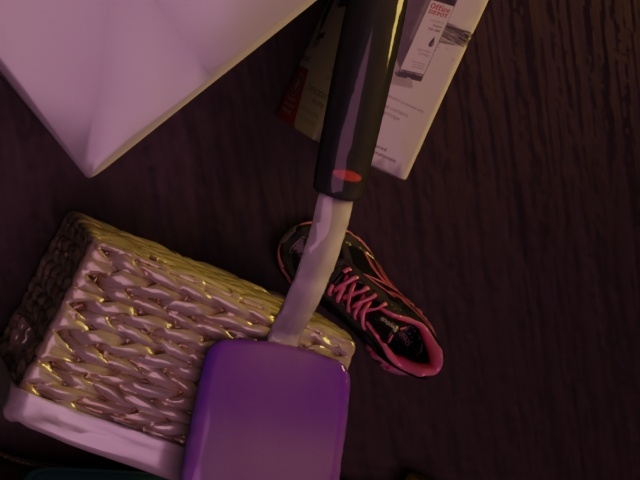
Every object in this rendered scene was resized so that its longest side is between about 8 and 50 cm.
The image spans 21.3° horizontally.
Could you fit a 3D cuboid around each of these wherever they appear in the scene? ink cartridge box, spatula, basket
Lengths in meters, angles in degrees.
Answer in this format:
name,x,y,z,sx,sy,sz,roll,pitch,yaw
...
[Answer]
name,x,y,z,sx,sy,sz,roll,pitch,yaw
ink cartridge box,0.036,-0.110,0.889,0.056,0.099,0.135,23,95,-17
spatula,0.000,0.000,0.832,0.084,0.030,0.296,13,96,-22
basket,-0.077,0.062,0.895,0.167,0.113,0.103,24,92,-19

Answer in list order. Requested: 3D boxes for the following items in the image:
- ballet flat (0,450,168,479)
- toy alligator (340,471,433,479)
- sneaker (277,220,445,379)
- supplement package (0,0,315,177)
name,x,y,z,sx,sy,sz,roll,pitch,yaw
ballet flat,-0.182,0.162,0.894,0.348,0.123,0.123,15,98,-17
toy alligator,0.091,0.188,0.996,0.189,0.051,0.056,28,95,-18
sneaker,0.027,0.035,0.943,0.119,0.057,0.047,42,92,-18
supplement package,-0.121,-0.200,0.804,0.204,0.145,0.262,-39,108,-4
